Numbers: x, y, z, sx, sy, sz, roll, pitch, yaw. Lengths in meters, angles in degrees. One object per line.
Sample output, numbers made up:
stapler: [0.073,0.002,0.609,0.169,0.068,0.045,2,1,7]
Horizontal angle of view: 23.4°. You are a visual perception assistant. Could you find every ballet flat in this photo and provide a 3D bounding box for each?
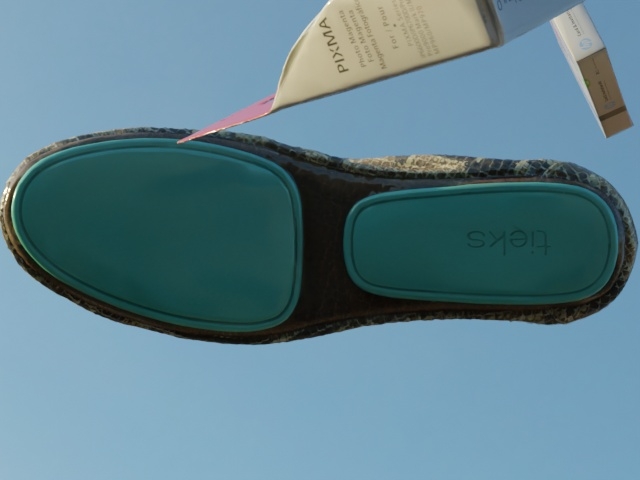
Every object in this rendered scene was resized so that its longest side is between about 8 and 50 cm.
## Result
ballet flat: [0.000,0.000,1.221,0.482,0.164,0.182,2,0,-2]

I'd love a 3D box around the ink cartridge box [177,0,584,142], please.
ink cartridge box: [0.047,-0.128,0.853,0.232,0.189,0.066,-7,-73,41]

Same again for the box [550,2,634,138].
box: [0.284,-0.213,1.689,0.038,0.145,0.186,-25,-28,8]
